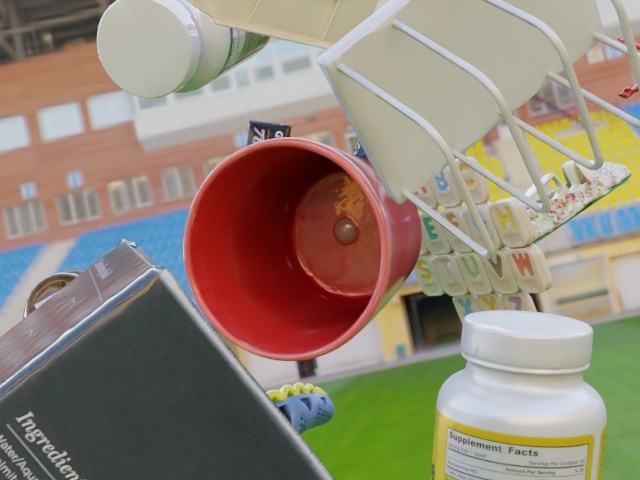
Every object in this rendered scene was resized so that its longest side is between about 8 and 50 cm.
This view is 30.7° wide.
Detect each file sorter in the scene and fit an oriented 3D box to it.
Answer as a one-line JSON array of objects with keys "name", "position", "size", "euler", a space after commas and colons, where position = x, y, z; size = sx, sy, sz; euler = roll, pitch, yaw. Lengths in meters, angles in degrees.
[{"name": "file sorter", "position": [0.180, -0.148, 1.050], "size": [0.277, 0.193, 0.173], "euler": [-39, 43, -7]}]

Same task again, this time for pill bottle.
[{"name": "pill bottle", "position": [-0.229, -0.377, 2.037], "size": [0.210, 0.210, 0.363], "euler": [-14, 15, 25]}, {"name": "pill bottle", "position": [0.217, 0.254, 1.297], "size": [0.188, 0.334, 0.188], "euler": [4, 7, 0]}]

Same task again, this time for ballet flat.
[{"name": "ballet flat", "position": [0.376, -0.076, 1.772], "size": [0.241, 0.077, 0.091], "euler": [-32, 10, -26]}]

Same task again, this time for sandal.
[{"name": "sandal", "position": [-0.104, 0.324, 1.831], "size": [0.317, 0.138, 0.126], "euler": [-18, -27, -33]}]

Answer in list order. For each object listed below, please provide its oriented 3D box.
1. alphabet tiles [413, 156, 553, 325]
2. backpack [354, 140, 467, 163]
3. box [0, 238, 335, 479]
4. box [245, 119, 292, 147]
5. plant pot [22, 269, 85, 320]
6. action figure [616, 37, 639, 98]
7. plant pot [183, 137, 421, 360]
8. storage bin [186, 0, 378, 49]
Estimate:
[{"name": "alphabet tiles", "position": [0.217, 0.016, 1.711], "size": [0.021, 0.278, 0.284], "euler": [-28, 11, -30]}, {"name": "backpack", "position": [0.150, -0.141, 1.913], "size": [0.182, 0.115, 0.152], "euler": [-5, 34, 13]}, {"name": "box", "position": [-0.215, 0.205, 0.814], "size": [0.395, 0.212, 0.293], "euler": [-39, 10, -7]}, {"name": "box", "position": [-0.094, -0.002, 1.757], "size": [0.073, 0.293, 0.295], "euler": [9, -10, -1]}, {"name": "plant pot", "position": [-0.389, 0.134, 1.864], "size": [0.215, 0.215, 0.230], "euler": [-12, -16, -2]}, {"name": "action figure", "position": [0.573, -0.248, 2.018], "size": [0.139, 0.280, 0.091], "euler": [1, -23, -8]}, {"name": "plant pot", "position": [0.000, 0.000, 1.488], "size": [0.275, 0.275, 0.243], "euler": [-14, 0, 24]}, {"name": "storage bin", "position": [-0.093, -0.335, 1.320], "size": [0.260, 0.123, 0.262], "euler": [4, 29, -46]}]
